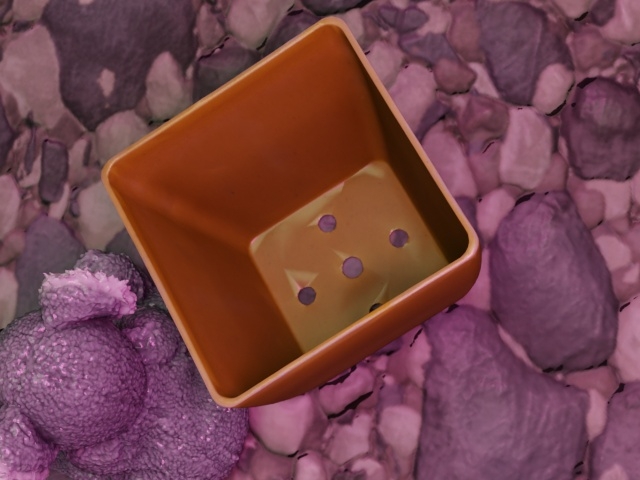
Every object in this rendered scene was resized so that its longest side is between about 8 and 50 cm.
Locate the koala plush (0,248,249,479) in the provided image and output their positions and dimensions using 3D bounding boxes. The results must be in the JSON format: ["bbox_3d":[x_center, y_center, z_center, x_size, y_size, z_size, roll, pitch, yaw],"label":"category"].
[{"bbox_3d":[-0.172,0.106,1.122,0.203,0.221,0.196,26,84,22],"label":"koala plush"}]

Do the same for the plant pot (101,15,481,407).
[{"bbox_3d":[0.000,0.000,1.114,0.212,0.187,0.212,-33,68,7],"label":"plant pot"}]
